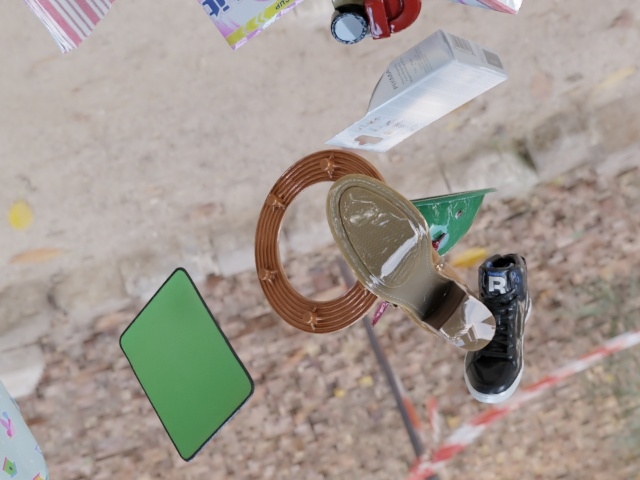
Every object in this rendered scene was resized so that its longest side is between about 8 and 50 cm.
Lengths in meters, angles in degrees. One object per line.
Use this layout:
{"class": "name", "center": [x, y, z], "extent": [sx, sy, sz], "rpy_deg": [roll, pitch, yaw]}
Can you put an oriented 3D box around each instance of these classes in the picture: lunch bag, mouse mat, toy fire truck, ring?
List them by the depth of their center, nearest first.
{"class": "mouse mat", "center": [-0.162, 0.146, 1.513], "extent": [0.007, 0.190, 0.152], "rpy_deg": [2, 138, -50]}
{"class": "lunch bag", "center": [-0.540, 0.275, 1.851], "extent": [0.108, 0.279, 0.224], "rpy_deg": [-43, 159, 20]}
{"class": "toy fire truck", "center": [0.122, -0.435, 1.929], "extent": [0.246, 0.158, 0.217], "rpy_deg": [-8, 129, 10]}
{"class": "ring", "center": [0.000, 0.000, 2.307], "extent": [0.336, 0.337, 0.032], "rpy_deg": [-33, 155, 32]}

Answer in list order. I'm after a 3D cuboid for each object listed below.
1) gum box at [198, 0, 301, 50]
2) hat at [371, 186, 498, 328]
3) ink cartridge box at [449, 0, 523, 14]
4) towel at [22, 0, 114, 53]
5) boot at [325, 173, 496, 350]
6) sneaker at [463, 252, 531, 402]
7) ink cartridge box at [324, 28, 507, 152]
{"class": "gum box", "center": [-0.062, -0.337, 1.597], "extent": [0.188, 0.107, 0.062], "rpy_deg": [-31, -170, 27]}
{"class": "hat", "center": [0.186, 0.022, 1.991], "extent": [0.208, 0.184, 0.173], "rpy_deg": [-8, -178, 19]}
{"class": "ink cartridge box", "center": [0.156, -0.321, 1.390], "extent": [0.067, 0.198, 0.115], "rpy_deg": [22, 94, -33]}
{"class": "towel", "center": [-0.360, -0.380, 1.842], "extent": [0.029, 0.197, 0.144], "rpy_deg": [-12, 127, 40]}
{"class": "boot", "center": [0.085, 0.012, 1.577], "extent": [0.109, 0.283, 0.220], "rpy_deg": [-51, -159, 0]}
{"class": "sneaker", "center": [0.228, 0.100, 1.681], "extent": [0.079, 0.217, 0.121], "rpy_deg": [0, 129, 17]}
{"class": "ink cartridge box", "center": [0.131, -0.210, 1.840], "extent": [0.232, 0.066, 0.189], "rpy_deg": [-26, 166, 28]}
